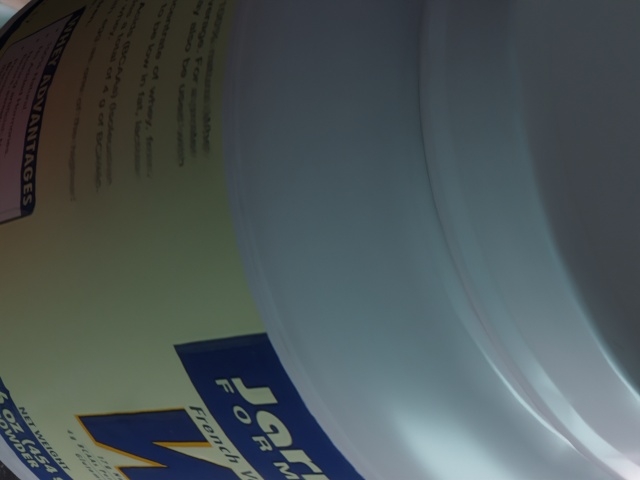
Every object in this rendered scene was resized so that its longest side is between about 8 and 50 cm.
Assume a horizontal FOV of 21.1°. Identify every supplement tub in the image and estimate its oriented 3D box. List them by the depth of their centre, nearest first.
[{"bbox_3d":[0.033,-0.014,0.552,0.235,0.235,0.325,10,168,-32],"label":"supplement tub"}]
